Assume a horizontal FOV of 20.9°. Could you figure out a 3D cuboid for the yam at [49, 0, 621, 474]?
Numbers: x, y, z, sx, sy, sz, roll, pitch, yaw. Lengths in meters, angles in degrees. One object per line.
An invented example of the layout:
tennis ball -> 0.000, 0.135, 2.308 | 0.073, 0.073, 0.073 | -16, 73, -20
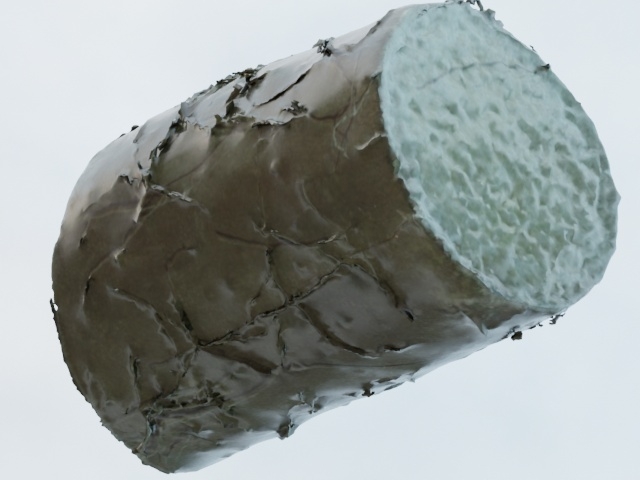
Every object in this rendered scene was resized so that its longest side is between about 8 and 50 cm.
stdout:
yam -> 0.000, 0.000, 1.130 | 0.348, 0.241, 0.241 | -24, -72, 41
